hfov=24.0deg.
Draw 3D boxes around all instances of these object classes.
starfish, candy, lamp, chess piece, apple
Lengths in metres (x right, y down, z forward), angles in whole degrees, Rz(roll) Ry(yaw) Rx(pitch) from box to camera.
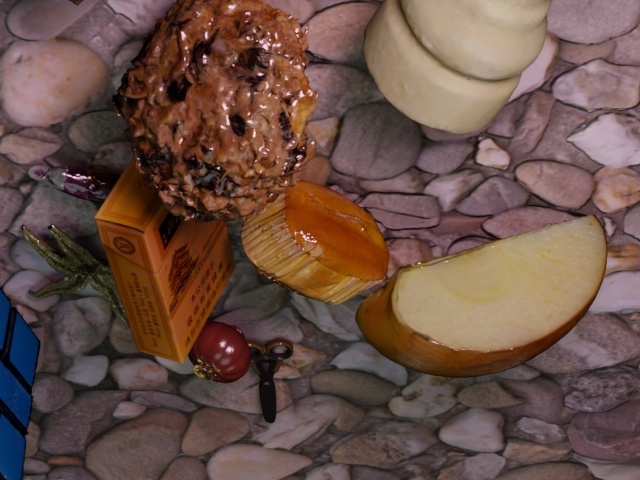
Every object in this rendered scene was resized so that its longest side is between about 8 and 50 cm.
[{"bbox_3d":[-0.327,0.047,2.079,0.217,0.050,0.223,-17,127,26],"label":"starfish"},{"bbox_3d":[-0.291,-0.070,1.948,0.175,0.045,0.043,11,105,-13],"label":"candy"},{"bbox_3d":[-0.147,0.162,2.192,0.101,0.090,0.101,27,148,18],"label":"lamp"},{"bbox_3d":[0.204,-0.311,1.552,0.234,0.234,0.442,14,143,-17],"label":"chess piece"},{"bbox_3d":[0.225,0.085,2.010,0.346,0.254,0.179,-17,108,-19],"label":"apple"}]

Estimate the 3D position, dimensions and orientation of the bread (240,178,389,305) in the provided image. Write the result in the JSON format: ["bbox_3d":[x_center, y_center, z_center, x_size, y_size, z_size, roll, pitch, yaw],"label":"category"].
[{"bbox_3d":[0.000,0.000,1.970,0.190,0.132,0.114,28,133,-35],"label":"bread"}]

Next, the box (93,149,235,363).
[{"bbox_3d":[-0.193,0.007,1.930,0.076,0.174,0.274,13,143,18],"label":"box"}]

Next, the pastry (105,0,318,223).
[{"bbox_3d":[-0.106,-0.151,1.724,0.275,0.275,0.193,-23,172,23],"label":"pastry"}]

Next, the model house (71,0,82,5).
[{"bbox_3d":[-0.250,-0.347,1.580,0.164,0.141,0.203,-38,154,7],"label":"model house"}]

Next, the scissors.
[{"bbox_3d":[-0.082,0.219,2.317,0.088,0.017,0.220,-4,140,-2],"label":"scissors"}]

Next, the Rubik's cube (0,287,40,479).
[{"bbox_3d":[-0.579,0.194,2.069,0.293,0.283,0.288,-14,140,12],"label":"Rubik's cube"}]
